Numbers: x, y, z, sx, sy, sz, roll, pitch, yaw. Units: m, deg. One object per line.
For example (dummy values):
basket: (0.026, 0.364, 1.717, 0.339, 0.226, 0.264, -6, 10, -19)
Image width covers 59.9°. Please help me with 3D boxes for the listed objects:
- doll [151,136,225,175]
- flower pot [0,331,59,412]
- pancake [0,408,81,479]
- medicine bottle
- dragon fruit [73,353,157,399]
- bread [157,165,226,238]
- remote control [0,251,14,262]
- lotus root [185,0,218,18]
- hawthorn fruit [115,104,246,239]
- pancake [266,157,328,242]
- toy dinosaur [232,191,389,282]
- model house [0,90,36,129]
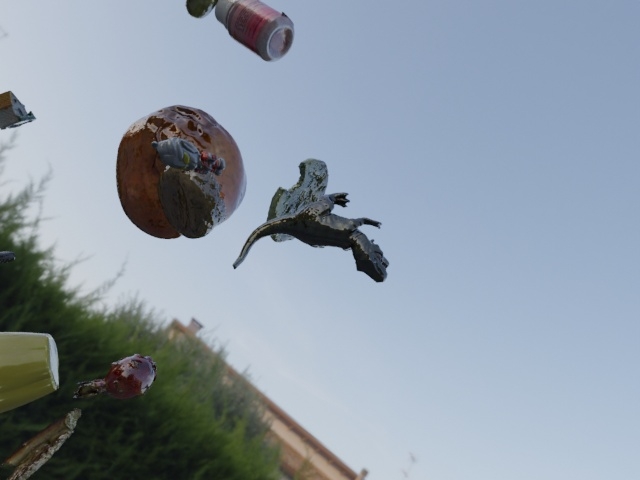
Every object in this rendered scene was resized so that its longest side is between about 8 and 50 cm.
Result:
doll: (-0.316, -0.201, 1.333, 0.180, 0.079, 0.094, 17, -42, -28)
flower pot: (-0.688, 0.288, 1.238, 0.195, 0.179, 0.195, 173, -90, -71)
pancake: (-0.829, 0.608, 1.625, 0.212, 0.257, 0.056, -20, -68, 44)
medicine bottle: (-0.200, -0.642, 1.652, 0.247, 0.147, 0.147, 39, -27, 26)
dragon fruit: (-0.600, 0.416, 1.635, 0.125, 0.246, 0.125, 11, -75, 55)
bread: (-0.356, -0.117, 1.555, 0.230, 0.123, 0.229, 23, -56, 39)
remote control: (-0.918, 0.051, 1.450, 0.059, 0.212, 0.028, -27, -106, 44)
lotus root: (-0.310, -0.660, 1.487, 0.077, 0.090, 0.183, 24, -21, -21)
hawthorn fruit: (-0.481, -0.235, 1.905, 0.472, 0.471, 0.471, 29, -30, 19)
pancake: (-0.062, -0.103, 1.481, 0.037, 0.253, 0.253, 32, -30, 20)
toy dinosaur: (0.000, 0.000, 0.765, 0.187, 0.179, 0.086, 21, -61, 27)
model house: (-0.939, -0.402, 1.696, 0.088, 0.100, 0.100, -18, -76, 12)
